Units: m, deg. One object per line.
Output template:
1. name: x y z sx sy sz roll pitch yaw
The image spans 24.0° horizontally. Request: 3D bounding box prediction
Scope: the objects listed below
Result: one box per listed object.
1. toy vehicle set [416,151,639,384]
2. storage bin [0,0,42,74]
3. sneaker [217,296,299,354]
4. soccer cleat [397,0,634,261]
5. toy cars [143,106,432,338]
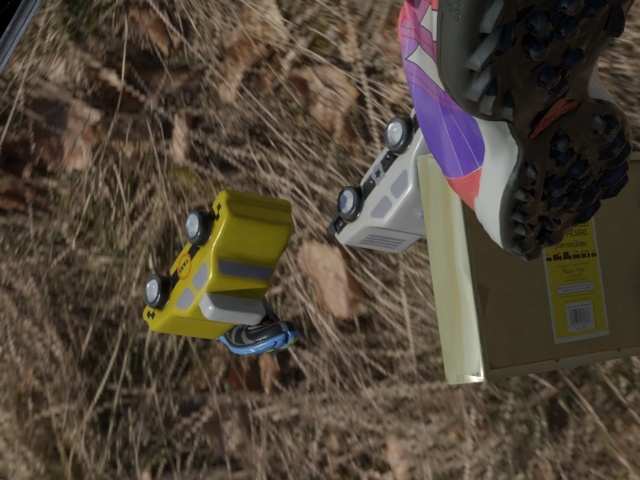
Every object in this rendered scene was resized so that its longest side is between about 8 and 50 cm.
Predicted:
1. toy vehicle set: 0.182 0.015 1.155 0.267 0.035 0.166 -2 84 -47
2. storage bin: -0.135 -0.131 0.490 0.122 0.084 0.180 28 129 -16
3. sneaker: -0.090 0.093 1.833 0.067 0.188 0.078 -8 104 -28
4. soccer cleat: 0.075 -0.102 0.655 0.109 0.318 0.116 -37 65 -8
5. toy cars: 0.000 0.000 1.465 0.394 0.087 0.176 -25 141 2
